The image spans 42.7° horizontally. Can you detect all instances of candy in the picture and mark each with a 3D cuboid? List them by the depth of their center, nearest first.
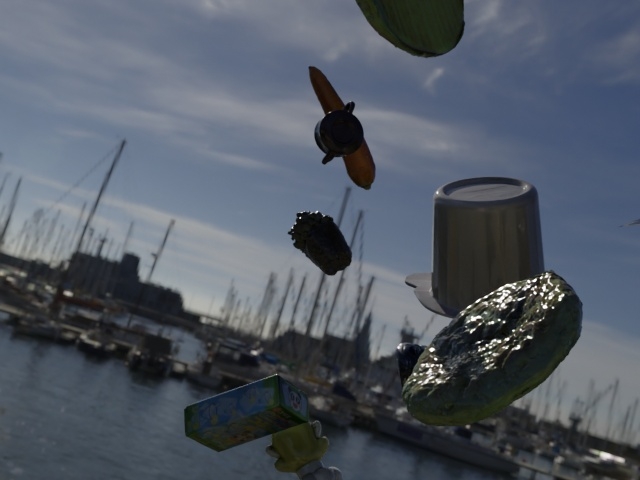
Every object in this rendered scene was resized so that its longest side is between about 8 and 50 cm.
[{"bbox_3d":[-0.127,0.296,1.393,0.195,0.062,0.097,-23,-41,21],"label":"candy"}]

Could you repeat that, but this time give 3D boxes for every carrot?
[{"bbox_3d":[0.043,-0.224,1.595,0.062,0.271,0.066,-23,3,24],"label":"carrot"}]

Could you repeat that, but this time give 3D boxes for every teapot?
[{"bbox_3d":[0.025,-0.155,1.174,0.068,0.100,0.045,27,-15,-18],"label":"teapot"}]

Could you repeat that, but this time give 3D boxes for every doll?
[{"bbox_3d":[-0.028,0.375,1.402,0.162,0.106,0.062,58,-12,36],"label":"doll"}]

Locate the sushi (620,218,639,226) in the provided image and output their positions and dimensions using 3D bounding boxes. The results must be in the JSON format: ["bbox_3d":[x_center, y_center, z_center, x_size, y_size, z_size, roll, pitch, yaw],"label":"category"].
[{"bbox_3d":[0.574,-0.033,1.268,0.201,0.031,0.139,-16,4,-40],"label":"sushi"}]

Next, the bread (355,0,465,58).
[{"bbox_3d":[0.141,-0.445,1.379,0.301,0.301,0.045,23,-28,-35],"label":"bread"}]

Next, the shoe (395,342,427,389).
[{"bbox_3d":[0.202,0.205,1.307,0.207,0.091,0.106,13,-27,-40],"label":"shoe"}]

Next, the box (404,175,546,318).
[{"bbox_3d":[0.280,-0.001,1.470,0.291,0.206,0.262,12,25,41],"label":"box"}]

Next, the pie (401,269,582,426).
[{"bbox_3d":[0.193,0.119,0.919,0.054,0.240,0.240,52,-16,-10],"label":"pie"}]

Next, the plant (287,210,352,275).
[{"bbox_3d":[0.000,0.000,1.638,0.143,0.092,0.094,48,-19,32],"label":"plant"}]
